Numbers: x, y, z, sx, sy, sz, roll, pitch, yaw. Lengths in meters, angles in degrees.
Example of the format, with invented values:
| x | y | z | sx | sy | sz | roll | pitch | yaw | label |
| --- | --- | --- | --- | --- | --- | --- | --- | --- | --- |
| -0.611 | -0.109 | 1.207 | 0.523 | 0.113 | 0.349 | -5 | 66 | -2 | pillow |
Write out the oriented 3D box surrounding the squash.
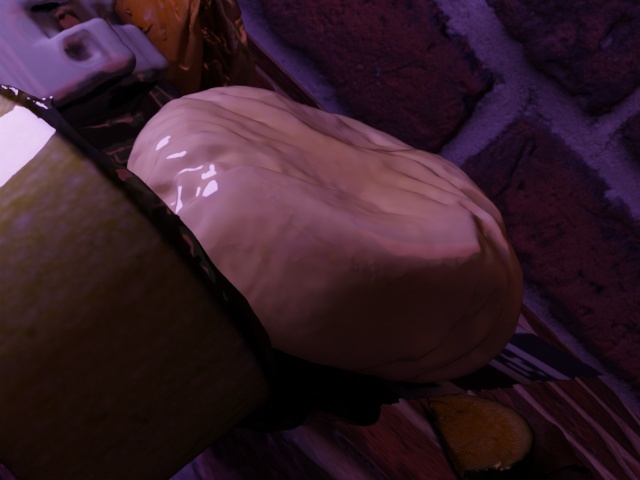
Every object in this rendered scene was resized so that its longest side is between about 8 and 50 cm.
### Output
| x | y | z | sx | sy | sz | roll | pitch | yaw | label |
| --- | --- | --- | --- | --- | --- | --- | --- | --- | --- |
| -0.131 | 0.033 | 0.952 | 0.220 | 0.133 | 0.220 | 45 | -8 | 8 | squash |

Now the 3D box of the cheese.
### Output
| x | y | z | sx | sy | sz | roll | pitch | yaw | label |
| --- | --- | --- | --- | --- | --- | --- | --- | --- | --- |
| 0.000 | 0.000 | 1.080 | 0.226 | 0.117 | 0.214 | 15 | 17 | -20 | cheese |

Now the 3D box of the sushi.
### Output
| x | y | z | sx | sy | sz | roll | pitch | yaw | label |
| --- | --- | --- | --- | --- | --- | --- | --- | --- | --- |
| -0.021 | 0.069 | 1.246 | 0.296 | 0.100 | 0.373 | 29 | 12 | 25 | sushi |

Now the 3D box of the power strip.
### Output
| x | y | z | sx | sy | sz | roll | pitch | yaw | label |
| --- | --- | --- | --- | --- | --- | --- | --- | --- | --- |
| -0.193 | -0.130 | 1.132 | 0.257 | 0.092 | 0.251 | 51 | 41 | 9 | power strip |

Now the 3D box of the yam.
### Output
| x | y | z | sx | sy | sz | roll | pitch | yaw | label |
| --- | --- | --- | --- | --- | --- | --- | --- | --- | --- |
| 0.233 | 0.240 | 1.943 | 0.084 | 0.084 | 0.127 | 44 | 7 | -18 | yam |

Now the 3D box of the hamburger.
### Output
| x | y | z | sx | sy | sz | roll | pitch | yaw | label |
| --- | --- | --- | --- | --- | --- | --- | --- | --- | --- |
| -0.147 | -0.143 | 1.326 | 0.214 | 0.214 | 0.108 | 49 | 31 | 19 | hamburger |

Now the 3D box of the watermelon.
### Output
| x | y | z | sx | sy | sz | roll | pitch | yaw | label |
| --- | --- | --- | --- | --- | --- | --- | --- | --- | --- |
| 0.157 | 0.213 | 1.853 | 0.092 | 0.075 | 0.181 | -1 | 20 | -11 | watermelon |
